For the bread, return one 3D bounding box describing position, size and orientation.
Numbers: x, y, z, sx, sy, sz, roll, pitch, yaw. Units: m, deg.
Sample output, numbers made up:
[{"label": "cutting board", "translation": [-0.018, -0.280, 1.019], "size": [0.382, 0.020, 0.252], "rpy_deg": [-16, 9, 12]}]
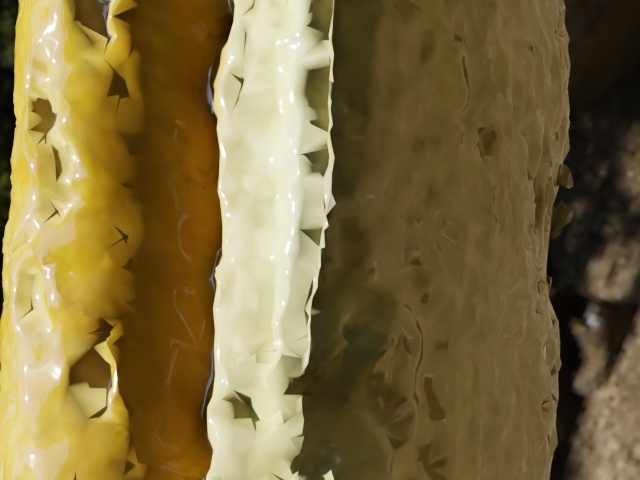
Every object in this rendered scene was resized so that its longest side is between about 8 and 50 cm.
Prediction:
[{"label": "bread", "translation": [0.000, 0.000, 0.590], "size": [0.236, 0.165, 0.375], "rpy_deg": [24, -114, -62]}]
